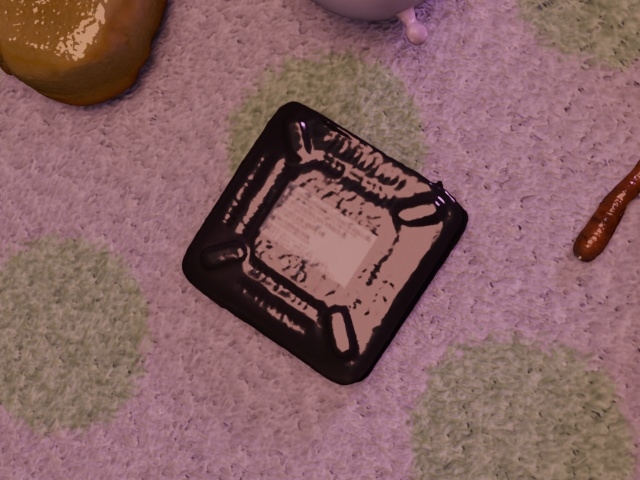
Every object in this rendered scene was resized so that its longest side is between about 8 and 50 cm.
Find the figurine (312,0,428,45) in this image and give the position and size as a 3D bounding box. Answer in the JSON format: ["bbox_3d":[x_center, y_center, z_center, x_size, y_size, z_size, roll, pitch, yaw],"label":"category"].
[{"bbox_3d":[0.012,-0.409,1.236,0.361,0.253,0.211,25,131,22],"label":"figurine"}]

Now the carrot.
[{"bbox_3d":[0.360,-0.043,1.190,0.036,0.035,0.165,33,87,15],"label":"carrot"}]

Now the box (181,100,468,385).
[{"bbox_3d":[0.000,0.000,1.240,0.290,0.073,0.289,34,90,15],"label":"box"}]

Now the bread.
[{"bbox_3d":[-0.341,-0.322,1.326,0.270,0.148,0.270,-1,81,8],"label":"bread"}]
